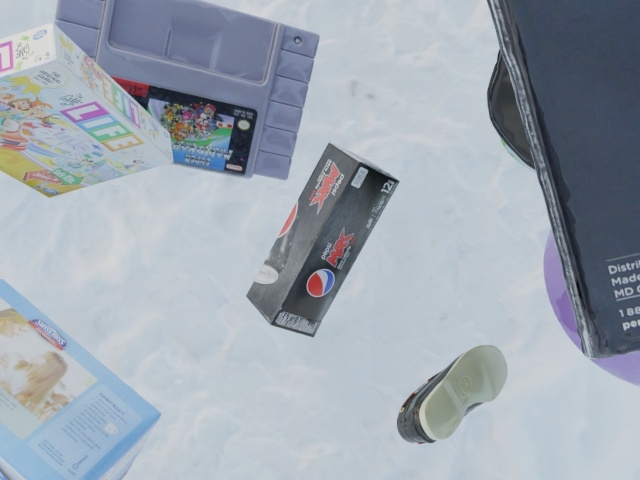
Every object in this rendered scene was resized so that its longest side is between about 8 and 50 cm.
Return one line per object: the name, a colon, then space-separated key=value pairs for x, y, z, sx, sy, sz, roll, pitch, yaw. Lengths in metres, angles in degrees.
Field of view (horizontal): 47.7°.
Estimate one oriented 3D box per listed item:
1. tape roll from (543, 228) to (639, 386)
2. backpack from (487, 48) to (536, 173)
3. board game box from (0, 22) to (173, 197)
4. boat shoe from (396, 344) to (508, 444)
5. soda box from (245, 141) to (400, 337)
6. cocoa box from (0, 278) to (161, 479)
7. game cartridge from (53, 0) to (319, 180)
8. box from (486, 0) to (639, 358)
tape roll: x=0.289 y=0.024 z=0.597 sx=0.189 sy=0.080 sz=0.188 roll=3 pitch=68 yaw=-8
backpack: x=0.399 y=-0.149 z=0.948 sx=0.356 sy=0.290 sz=0.273 roll=-33 pitch=146 yaw=-46
board game box: x=-0.176 y=-0.076 z=0.473 sx=0.104 sy=0.154 sz=0.026 roll=-15 pitch=72 yaw=9
boat shoe: x=0.115 y=0.129 z=0.620 sx=0.133 sy=0.042 sz=0.048 roll=-28 pitch=89 yaw=-42
soda box: x=0.000 y=0.000 z=0.665 sx=0.053 sy=0.060 sz=0.168 roll=22 pitch=102 yaw=-38
cocoa box: x=-0.466 y=0.275 z=1.087 sx=0.347 sy=0.231 sz=0.228 roll=38 pitch=123 yaw=7
game cartridge: x=-0.191 y=-0.219 z=1.006 sx=0.355 sy=0.068 sz=0.230 roll=9 pitch=95 yaw=-22
box: x=0.189 y=-0.146 z=0.406 sx=0.183 sy=0.296 sz=0.293 roll=-16 pitch=111 yaw=20
